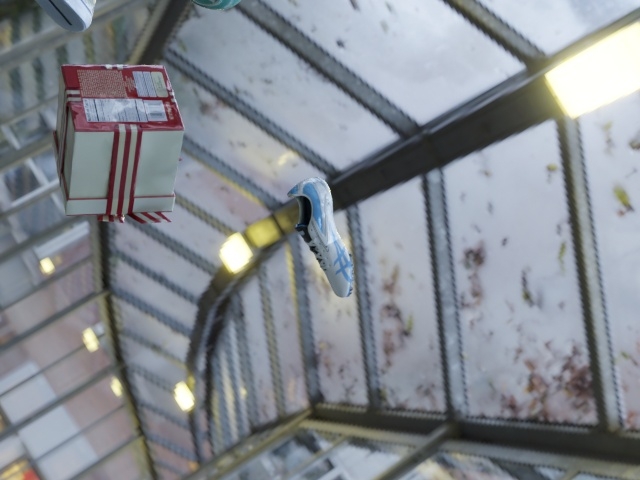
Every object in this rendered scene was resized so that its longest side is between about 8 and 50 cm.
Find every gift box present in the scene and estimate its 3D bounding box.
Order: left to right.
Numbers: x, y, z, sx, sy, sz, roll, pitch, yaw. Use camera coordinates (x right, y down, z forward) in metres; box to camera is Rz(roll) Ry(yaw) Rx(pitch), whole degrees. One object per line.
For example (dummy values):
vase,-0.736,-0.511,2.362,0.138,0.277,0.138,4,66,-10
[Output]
gift box,-0.401,-0.188,2.228,0.255,0.276,0.258,-106,-155,-43

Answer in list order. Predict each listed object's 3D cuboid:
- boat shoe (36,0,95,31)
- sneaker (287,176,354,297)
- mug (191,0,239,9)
boat shoe,-0.539,-0.534,2.119,0.109,0.094,0.302,2,-29,22
sneaker,0.000,0.000,2.051,0.085,0.086,0.237,-2,-73,69
mug,-0.160,-0.432,1.709,0.157,0.097,0.129,-10,-48,42
